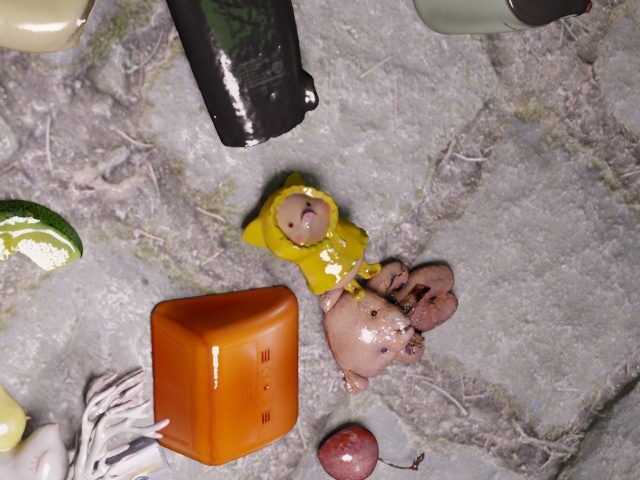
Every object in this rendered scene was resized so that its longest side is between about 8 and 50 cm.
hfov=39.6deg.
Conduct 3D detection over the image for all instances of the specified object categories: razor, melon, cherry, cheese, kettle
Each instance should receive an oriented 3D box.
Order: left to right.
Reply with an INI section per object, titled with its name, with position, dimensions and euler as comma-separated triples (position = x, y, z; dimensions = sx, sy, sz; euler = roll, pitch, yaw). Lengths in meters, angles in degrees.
[melon]
position = -0.455, 0.008, 1.284
dimensions = 0.209, 0.064, 0.118
euler = -23, 117, -19
[cheese]
position = -0.393, -0.386, 1.186
dimensions = 0.233, 0.127, 0.266
euler = 20, 89, -27
[razor]
position = -0.122, -0.315, 1.358
dimensions = 0.189, 0.107, 0.327
euler = -25, 113, -20
[cherry]
position = 0.096, 0.394, 1.653
dimensions = 0.225, 0.090, 0.107
euler = 1, 99, -29
[kettle]
position = 0.310, -0.421, 1.481
dimensions = 0.240, 0.255, 0.165
euler = 13, 93, -30

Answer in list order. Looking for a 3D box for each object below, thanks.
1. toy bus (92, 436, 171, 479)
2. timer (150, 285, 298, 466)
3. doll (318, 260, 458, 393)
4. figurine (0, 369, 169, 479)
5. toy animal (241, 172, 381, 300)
[toy bus]
position = -0.339, 0.387, 1.434
dimensions = 0.190, 0.064, 0.075
euler = -23, 106, -22
[timer]
position = -0.133, 0.222, 1.484
dimensions = 0.250, 0.161, 0.257
euler = -11, 107, -41
[doll]
position = 0.149, 0.134, 1.589
dimensions = 0.303, 0.156, 0.201
euler = -22, 100, -27
[figurine]
position = -0.403, 0.265, 1.292
dimensions = 0.284, 0.206, 0.316
euler = -49, 118, -9
[toy animal]
position = -0.003, 0.004, 1.483
dimensions = 0.230, 0.156, 0.156
euler = 43, 80, -14
